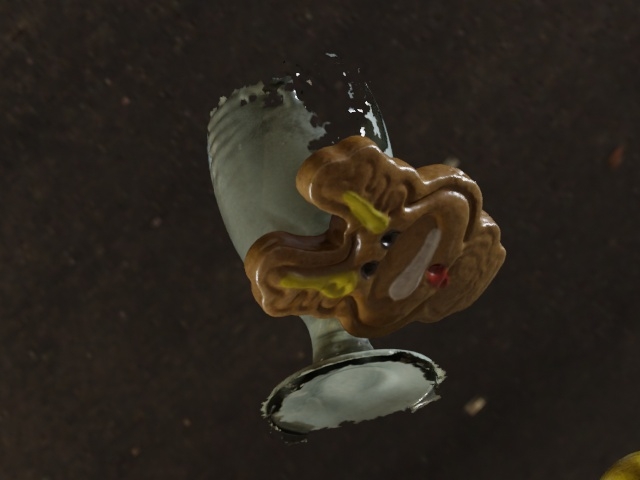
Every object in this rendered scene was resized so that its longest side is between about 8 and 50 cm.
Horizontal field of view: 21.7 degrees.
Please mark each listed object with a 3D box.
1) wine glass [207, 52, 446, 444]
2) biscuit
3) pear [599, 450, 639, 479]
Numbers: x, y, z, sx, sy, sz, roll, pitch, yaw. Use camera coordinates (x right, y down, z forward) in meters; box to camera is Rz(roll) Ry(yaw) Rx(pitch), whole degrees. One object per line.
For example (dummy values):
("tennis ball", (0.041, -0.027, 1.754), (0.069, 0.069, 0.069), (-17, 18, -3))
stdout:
("wine glass", (-0.002, 0.004, 1.630), (0.190, 0.357, 0.190), (-9, 154, -4))
("biscuit", (0.064, 0.008, 1.474), (0.295, 0.044, 0.186), (11, 120, -47))
("pear", (0.502, 0.406, 2.393), (0.267, 0.267, 0.178), (-42, 160, -5))
